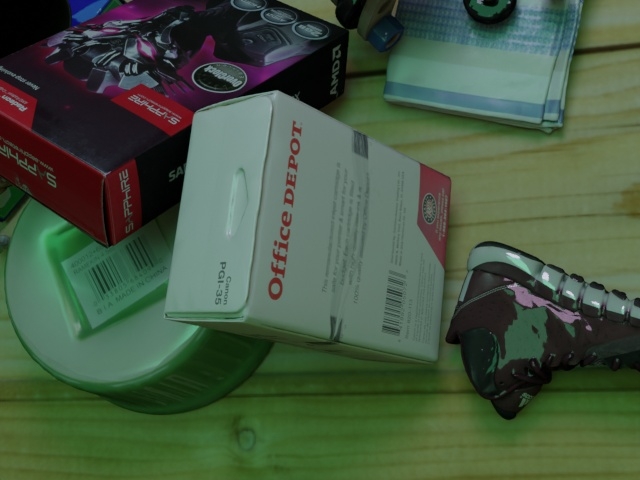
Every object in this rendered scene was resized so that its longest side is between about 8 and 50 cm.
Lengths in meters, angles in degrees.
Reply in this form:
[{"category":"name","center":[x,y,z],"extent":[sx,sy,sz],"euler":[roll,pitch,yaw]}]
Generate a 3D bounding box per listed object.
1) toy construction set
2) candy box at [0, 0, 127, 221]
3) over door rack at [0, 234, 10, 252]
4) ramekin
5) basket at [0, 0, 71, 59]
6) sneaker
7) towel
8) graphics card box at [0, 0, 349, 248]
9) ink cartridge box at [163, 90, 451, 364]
[{"category":"toy construction set","center":[0.077,-0.367,0.901],"extent":[0.257,0.237,0.309],"euler":[-20,83,16]},{"category":"candy box","center":[-0.416,-0.233,1.140],"extent":[0.268,0.122,0.317],"euler":[39,90,21]},{"category":"over door rack","center":[-0.584,-0.009,1.123],"extent":[0.324,0.108,0.239],"euler":[39,89,-1]},{"category":"ramekin","center":[-0.199,0.038,1.000],"extent":[0.303,0.148,0.304],"euler":[-4,76,14]},{"category":"basket","center":[-0.425,-0.266,1.010],"extent":[0.204,0.154,0.227],"euler":[-47,67,-1]},{"category":"sneaker","center":[0.253,0.122,0.893],"extent":[0.281,0.106,0.163],"euler":[24,89,30]},{"category":"towel","center":[0.193,-0.275,1.005],"extent":[0.209,0.034,0.285],"euler":[11,91,17]},{"category":"graphics card box","center":[-0.167,-0.161,0.954],"extent":[0.232,0.094,0.371],"euler":[29,46,27]},{"category":"ink cartridge box","center":[0.000,0.000,0.875],"extent":[0.117,0.283,0.207],"euler":[-4,74,42]}]
